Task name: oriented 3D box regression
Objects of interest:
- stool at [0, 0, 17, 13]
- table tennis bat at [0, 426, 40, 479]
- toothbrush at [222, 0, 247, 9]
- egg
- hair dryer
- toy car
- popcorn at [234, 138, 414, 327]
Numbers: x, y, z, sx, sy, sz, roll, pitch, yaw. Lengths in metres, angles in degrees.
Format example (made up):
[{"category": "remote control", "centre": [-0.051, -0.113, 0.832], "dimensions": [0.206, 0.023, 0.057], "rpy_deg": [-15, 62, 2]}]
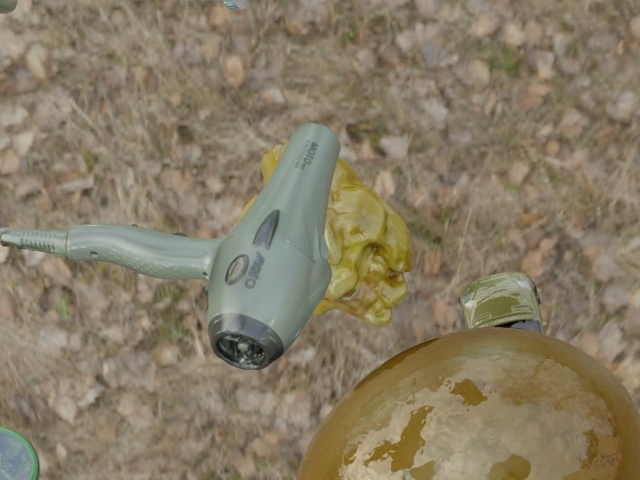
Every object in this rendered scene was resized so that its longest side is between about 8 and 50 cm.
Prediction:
[{"category": "stool", "centre": [-0.409, -0.403, 1.566], "dimensions": [0.195, 0.195, 0.199], "rpy_deg": [35, 100, 16]}, {"category": "table tennis bat", "centre": [-0.522, 0.321, 1.846], "dimensions": [0.257, 0.039, 0.160], "rpy_deg": [7, 48, 8]}, {"category": "toothbrush", "centre": [-0.134, -0.320, 1.242], "dimensions": [0.027, 0.269, 0.021], "rpy_deg": [-12, 44, 21]}, {"category": "egg", "centre": [0.141, 0.231, 1.240], "dimensions": [0.351, 0.282, 0.282], "rpy_deg": [-25, 64, -19]}, {"category": "hair dryer", "centre": [-0.094, -0.029, 1.065], "dimensions": [0.267, 0.092, 0.229], "rpy_deg": [24, 53, 21]}, {"category": "toy car", "centre": [0.249, 0.168, 1.660], "dimensions": [0.101, 0.257, 0.124], "rpy_deg": [-15, 32, 6]}, {"category": "popcorn", "centre": [-0.003, -0.003, 1.633], "dimensions": [0.190, 0.191, 0.253], "rpy_deg": [-41, 55, 4]}]
